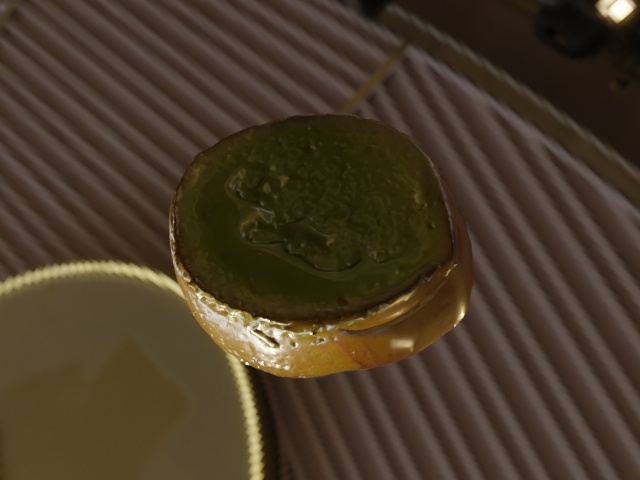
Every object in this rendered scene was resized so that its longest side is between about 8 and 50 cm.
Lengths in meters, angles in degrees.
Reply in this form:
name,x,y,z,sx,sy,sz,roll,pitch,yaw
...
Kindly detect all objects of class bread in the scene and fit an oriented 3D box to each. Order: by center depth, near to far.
name,x,y,z,sx,sy,sz,roll,pitch,yaw
bread,0.000,0.000,1.451,0.236,0.070,0.236,-3,-133,3
